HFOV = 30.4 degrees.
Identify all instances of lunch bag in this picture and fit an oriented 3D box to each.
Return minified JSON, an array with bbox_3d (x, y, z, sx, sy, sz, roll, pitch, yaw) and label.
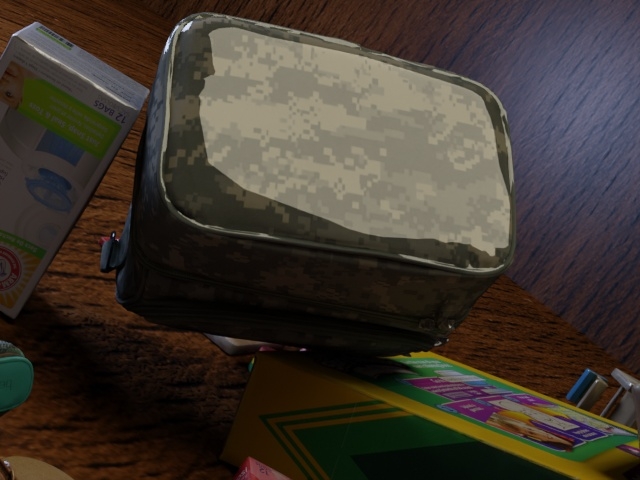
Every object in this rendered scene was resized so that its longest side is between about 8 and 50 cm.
[{"bbox_3d":[-0.013,-0.014,0.976,0.305,0.256,0.212,9,60,-15],"label":"lunch bag"}]

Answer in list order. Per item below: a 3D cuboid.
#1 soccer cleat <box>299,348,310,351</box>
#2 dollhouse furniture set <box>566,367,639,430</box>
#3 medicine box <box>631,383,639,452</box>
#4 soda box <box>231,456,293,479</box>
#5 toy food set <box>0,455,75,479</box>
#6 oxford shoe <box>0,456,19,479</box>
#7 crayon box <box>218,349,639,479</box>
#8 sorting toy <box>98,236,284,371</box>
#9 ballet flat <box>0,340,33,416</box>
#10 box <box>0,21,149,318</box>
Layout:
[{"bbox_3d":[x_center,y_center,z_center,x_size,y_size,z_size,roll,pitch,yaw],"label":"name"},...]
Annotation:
[{"bbox_3d":[0.008,0.075,1.226,0.248,0.095,0.083,59,5,-74],"label":"soccer cleat"},{"bbox_3d":[0.312,0.228,1.339,0.129,0.183,0.129,28,12,-26],"label":"dollhouse furniture set"},{"bbox_3d":[0.350,0.244,0.889,0.149,0.263,0.289,-10,-16,26],"label":"medicine box"},{"bbox_3d":[0.043,0.248,0.762,0.263,0.083,0.092,31,11,-15],"label":"soda box"},{"bbox_3d":[-0.170,0.159,0.703,0.083,0.020,0.082,30,12,-20],"label":"toy food set"},{"bbox_3d":[-0.172,0.149,0.605,0.212,0.076,0.076,33,9,-14],"label":"oxford shoe"},{"bbox_3d":[0.141,0.190,1.025,0.313,0.106,0.363,18,3,26],"label":"crayon box"},{"bbox_3d":[-0.109,0.055,1.246,0.274,0.046,0.132,37,11,20],"label":"sorting toy"},{"bbox_3d":[-0.252,0.089,0.699,0.070,0.070,0.188,38,10,21],"label":"ballet flat"},{"bbox_3d":[-0.238,-0.057,0.950,0.114,0.203,0.103,31,12,-12],"label":"box"}]
